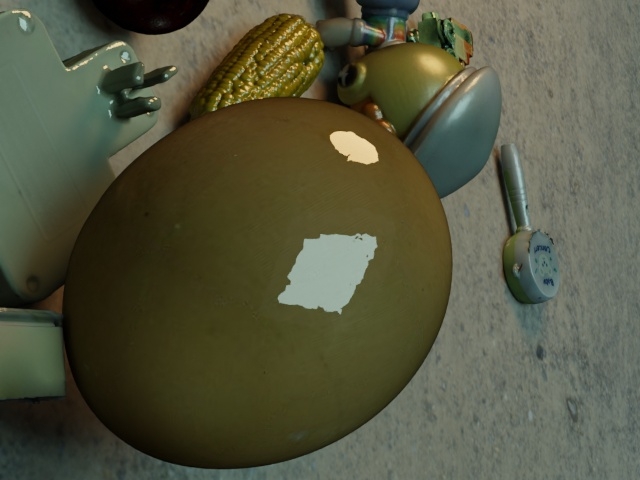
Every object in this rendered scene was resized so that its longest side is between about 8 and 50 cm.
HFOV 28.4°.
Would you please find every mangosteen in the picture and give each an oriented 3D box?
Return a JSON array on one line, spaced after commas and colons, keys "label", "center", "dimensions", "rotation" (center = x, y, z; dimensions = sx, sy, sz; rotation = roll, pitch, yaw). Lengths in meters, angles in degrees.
[{"label": "mangosteen", "center": [-0.166, -0.286, 1.285], "dimensions": [0.152, 0.152, 0.152], "rotation": [26, 58, -50]}]

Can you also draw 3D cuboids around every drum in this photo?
[{"label": "drum", "center": [0.333, -0.023, 2.014], "dimensions": [0.130, 0.049, 0.253], "rotation": [23, 60, -50]}]

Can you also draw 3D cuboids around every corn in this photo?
[{"label": "corn", "center": [-0.069, -0.182, 1.438], "dimensions": [0.097, 0.097, 0.262], "rotation": [61, 37, -21]}]

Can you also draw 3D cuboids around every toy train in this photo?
[{"label": "toy train", "center": [0.184, -0.247, 1.859], "dimensions": [0.118, 0.074, 0.176], "rotation": [21, 59, -55]}]

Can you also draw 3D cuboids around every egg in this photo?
[{"label": "egg", "center": [-0.052, 0.038, 1.083], "dimensions": [0.374, 0.301, 0.301], "rotation": [-37, 110, -37]}]

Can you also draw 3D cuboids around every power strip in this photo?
[{"label": "power strip", "center": [-0.239, -0.094, 1.122], "dimensions": [0.261, 0.141, 0.229], "rotation": [-44, 116, -50]}]

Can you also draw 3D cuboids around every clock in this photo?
[{"label": "clock", "center": [-0.305, 0.090, 0.942], "dimensions": [0.192, 0.147, 0.071], "rotation": [9, 76, -54]}]

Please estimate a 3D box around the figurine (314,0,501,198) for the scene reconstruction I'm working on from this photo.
[{"label": "figurine", "center": [0.103, -0.239, 1.627], "dimensions": [0.224, 0.205, 0.382], "rotation": [-24, 90, -62]}]
